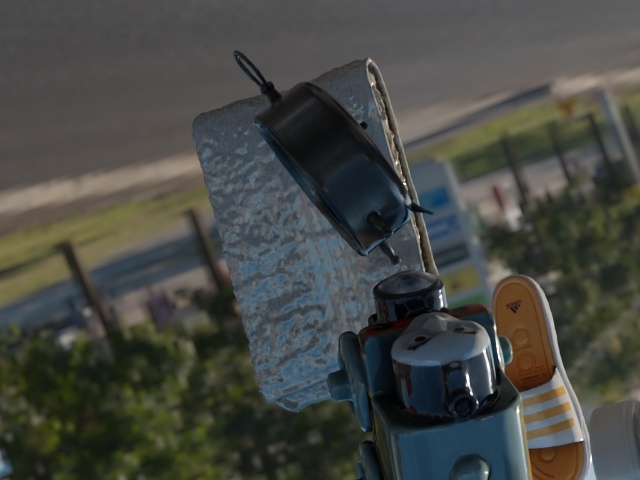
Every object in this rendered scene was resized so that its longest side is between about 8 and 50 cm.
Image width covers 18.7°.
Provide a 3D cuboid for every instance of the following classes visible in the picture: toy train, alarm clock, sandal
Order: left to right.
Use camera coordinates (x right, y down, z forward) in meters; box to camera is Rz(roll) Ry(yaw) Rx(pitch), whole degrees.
[{"bbox_3d":[0.000,-0.070,1.413,0.064,0.192,0.129,-42,169,-4],"label":"alarm clock"},{"bbox_3d":[0.098,0.192,1.402,0.142,0.333,0.190,-11,-163,-9],"label":"toy train"},{"bbox_3d":[0.236,0.169,2.283,0.102,0.265,0.076,-23,164,34],"label":"sandal"}]

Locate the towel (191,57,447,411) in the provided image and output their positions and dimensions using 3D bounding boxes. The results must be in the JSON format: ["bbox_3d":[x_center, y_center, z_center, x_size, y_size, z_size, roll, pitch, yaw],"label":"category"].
[{"bbox_3d":[0.000,0.000,1.703,0.187,0.282,0.049,-16,-179,23],"label":"towel"}]

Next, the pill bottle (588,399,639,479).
[{"bbox_3d":[0.414,0.184,1.821,0.302,0.169,0.169,-15,180,20],"label":"pill bottle"}]
